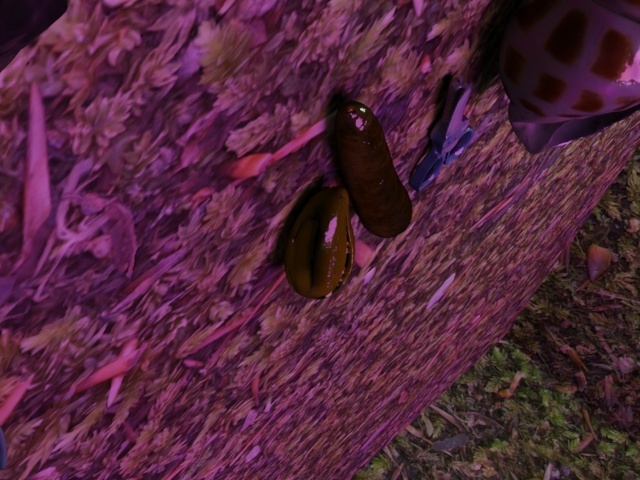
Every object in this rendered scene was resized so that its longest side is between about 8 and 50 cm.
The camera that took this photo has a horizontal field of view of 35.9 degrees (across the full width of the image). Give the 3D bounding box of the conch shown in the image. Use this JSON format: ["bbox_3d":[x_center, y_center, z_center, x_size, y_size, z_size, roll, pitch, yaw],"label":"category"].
[{"bbox_3d":[0.359,-0.250,1.266,0.250,0.197,0.368,2,167,-30],"label":"conch"}]

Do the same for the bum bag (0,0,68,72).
[{"bbox_3d":[-0.196,-0.153,0.362,0.144,0.095,0.340,-37,154,-15],"label":"bum bag"}]

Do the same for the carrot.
[{"bbox_3d":[0.061,-0.079,1.175,0.074,0.074,0.358,-48,161,-6],"label":"carrot"}]

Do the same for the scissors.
[{"bbox_3d":[0.177,-0.152,1.364,0.125,0.030,0.256,-44,165,-14],"label":"scissors"}]

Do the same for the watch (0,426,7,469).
[{"bbox_3d":[-0.339,0.202,0.787,0.195,0.068,0.237,-37,159,-38],"label":"watch"}]

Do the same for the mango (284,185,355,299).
[{"bbox_3d":[0.000,0.000,1.191,0.091,0.074,0.165,-27,140,-39],"label":"mango"}]
